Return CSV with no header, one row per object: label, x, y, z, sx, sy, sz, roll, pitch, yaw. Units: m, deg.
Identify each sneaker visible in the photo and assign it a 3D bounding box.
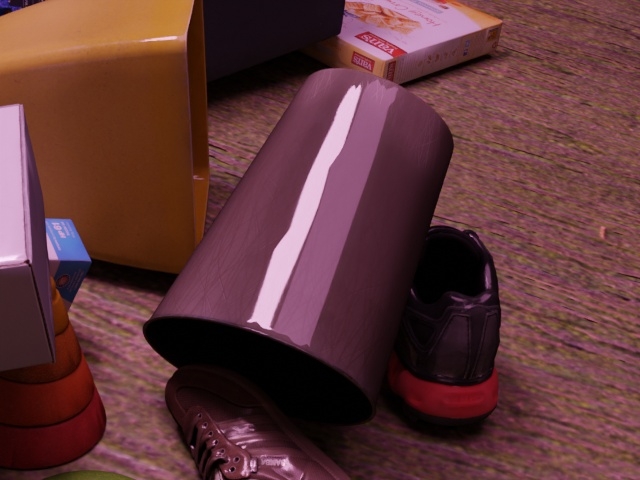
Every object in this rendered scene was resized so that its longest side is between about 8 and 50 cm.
sneaker,0.078,0.026,1.185,0.097,0.135,0.276,-2,32,-19
sneaker,-0.055,0.150,0.993,0.188,0.066,0.071,32,37,31

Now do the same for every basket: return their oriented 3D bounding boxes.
basket,0.000,0.000,1.058,0.204,0.154,0.227,2,58,47

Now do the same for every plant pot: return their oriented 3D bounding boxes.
plant pot,-0.196,-0.106,1.239,0.187,0.212,0.212,0,26,0

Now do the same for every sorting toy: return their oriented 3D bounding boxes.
sorting toy,-0.149,0.140,0.919,0.127,0.126,0.365,-6,34,-29

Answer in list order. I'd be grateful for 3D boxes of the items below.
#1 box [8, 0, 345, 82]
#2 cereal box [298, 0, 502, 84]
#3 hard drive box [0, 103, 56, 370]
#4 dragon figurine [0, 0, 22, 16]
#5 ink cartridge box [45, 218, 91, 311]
box,-0.191,-0.315,1.565,0.312,0.179,0.343,30,40,33
cereal box,0.084,-0.256,1.742,0.173,0.047,0.240,30,34,30
hard drive box,-0.297,0.010,0.928,0.232,0.089,0.181,-9,39,-6
dragon figurine,-0.420,-0.180,1.334,0.289,0.144,0.085,-9,36,-33
ink cartridge box,-0.248,0.029,1.078,0.122,0.088,0.052,1,44,-38
